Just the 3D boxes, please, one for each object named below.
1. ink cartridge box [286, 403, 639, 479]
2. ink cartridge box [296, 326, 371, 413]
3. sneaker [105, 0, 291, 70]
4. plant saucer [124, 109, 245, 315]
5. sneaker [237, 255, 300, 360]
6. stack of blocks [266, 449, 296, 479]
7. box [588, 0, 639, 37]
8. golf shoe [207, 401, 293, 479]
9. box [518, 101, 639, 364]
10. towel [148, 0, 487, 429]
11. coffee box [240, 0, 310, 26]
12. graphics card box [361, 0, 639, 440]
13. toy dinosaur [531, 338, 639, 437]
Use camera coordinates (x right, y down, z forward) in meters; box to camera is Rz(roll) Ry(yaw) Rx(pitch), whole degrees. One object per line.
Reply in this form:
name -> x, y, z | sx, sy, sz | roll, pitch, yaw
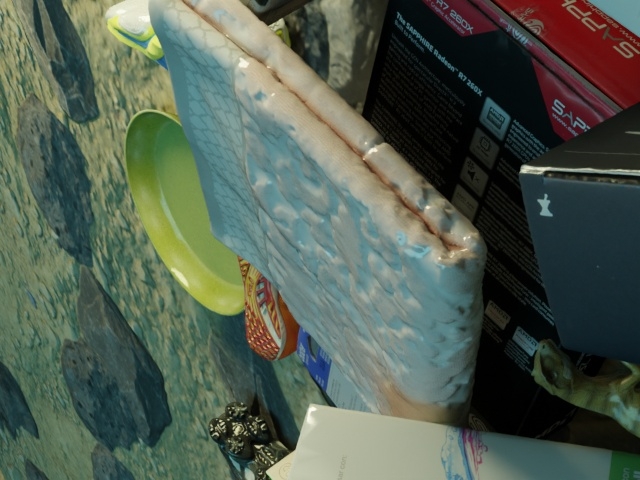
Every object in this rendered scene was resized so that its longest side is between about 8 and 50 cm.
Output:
ink cartridge box -> 0.123, 0.222, 0.935 | 0.278, 0.117, 0.201 | 7, 153, 14
ink cartridge box -> 0.090, 0.183, 1.165 | 0.311, 0.065, 0.186 | 51, 165, 16
sneaker -> -0.115, -0.161, 1.213 | 0.240, 0.091, 0.126 | 22, 133, 48
plant saucer -> -0.130, -0.034, 1.399 | 0.241, 0.037, 0.241 | 38, 142, 37
sneaker -> -0.043, 0.031, 1.293 | 0.064, 0.067, 0.175 | 14, 111, 31
stack of blocks -> 0.054, 0.286, 1.213 | 0.171, 0.087, 0.297 | 61, 169, -27
box -> 0.174, -0.226, 0.668 | 0.182, 0.119, 0.181 | 44, 147, 29
golf shoe -> -0.052, 0.277, 1.515 | 0.198, 0.077, 0.094 | 51, 164, 28
box -> 0.230, -0.022, 0.658 | 0.153, 0.207, 0.108 | 11, 123, 55
towel -> 0.000, 0.000, 0.953 | 0.317, 0.053, 0.332 | 46, 162, 26
coffee box -> -0.032, -0.248, 0.853 | 0.168, 0.119, 0.297 | 60, 177, -7
graphics card box -> 0.128, -0.024, 0.939 | 0.233, 0.094, 0.371 | 46, 146, 26
toy dinosaur -> 0.242, 0.117, 0.850 | 0.211, 0.112, 0.064 | 26, 156, 21
